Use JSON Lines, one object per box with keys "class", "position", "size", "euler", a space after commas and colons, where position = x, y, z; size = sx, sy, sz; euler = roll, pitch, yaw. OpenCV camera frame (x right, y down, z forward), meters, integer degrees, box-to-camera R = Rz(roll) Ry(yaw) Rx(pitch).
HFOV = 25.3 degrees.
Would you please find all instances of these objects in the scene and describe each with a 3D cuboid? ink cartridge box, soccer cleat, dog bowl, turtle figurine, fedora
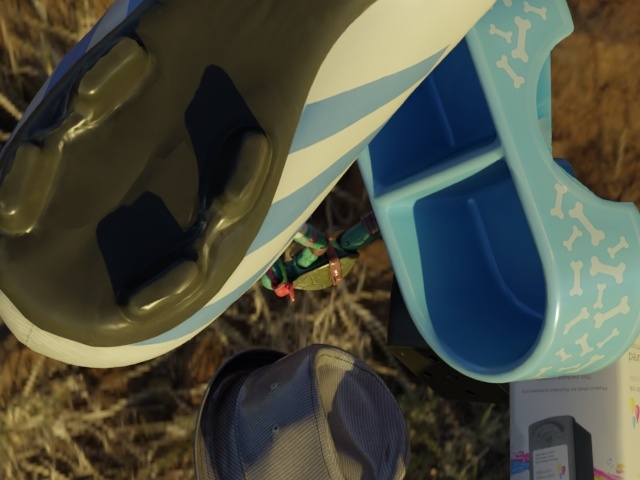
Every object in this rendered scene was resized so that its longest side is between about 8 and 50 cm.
{"class": "ink cartridge box", "position": [0.292, 0.228, 1.418], "size": [0.131, 0.226, 0.306], "euler": [-9, 75, 35]}
{"class": "soccer cleat", "position": [-0.004, -0.094, 0.526], "size": [0.116, 0.143, 0.331], "euler": [41, 80, 0]}
{"class": "dog bowl", "position": [0.096, -0.048, 0.891], "size": [0.074, 0.166, 0.297], "euler": [-16, 87, -37]}
{"class": "turtle figurine", "position": [0.000, 0.000, 1.747], "size": [0.234, 0.175, 0.118], "euler": [-20, 99, -8]}
{"class": "fedora", "position": [0.002, 0.208, 1.372], "size": [0.244, 0.124, 0.275], "euler": [33, 38, -28]}

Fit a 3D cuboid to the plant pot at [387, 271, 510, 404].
{"class": "plant pot", "position": [0.189, 0.095, 1.719], "size": [0.187, 0.188, 0.167], "euler": [0, 56, 47]}
